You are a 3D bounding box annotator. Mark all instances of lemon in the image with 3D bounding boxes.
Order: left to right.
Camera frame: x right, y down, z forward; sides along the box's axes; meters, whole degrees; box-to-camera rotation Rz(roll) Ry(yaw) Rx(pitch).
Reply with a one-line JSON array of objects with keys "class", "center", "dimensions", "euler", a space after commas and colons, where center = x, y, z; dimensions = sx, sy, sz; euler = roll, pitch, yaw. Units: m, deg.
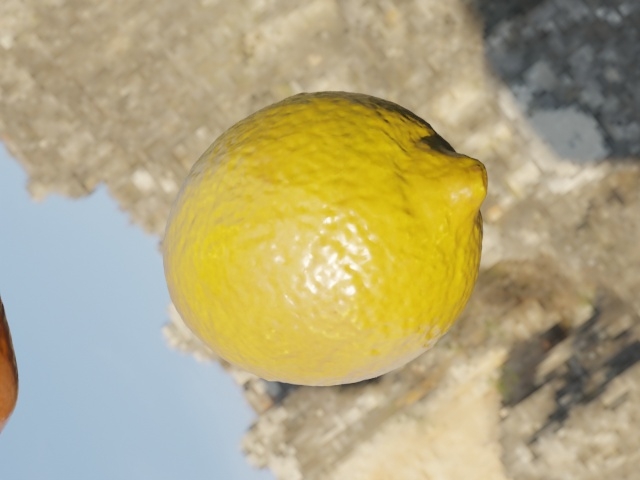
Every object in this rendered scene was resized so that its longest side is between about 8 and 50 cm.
[{"class": "lemon", "center": [0.000, 0.000, 1.014], "dimensions": [0.187, 0.244, 0.186], "euler": [28, -127, -44]}]

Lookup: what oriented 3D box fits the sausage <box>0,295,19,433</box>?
[{"class": "sausage", "center": [-0.227, 0.027, 0.943], "dimensions": [0.076, 0.076, 0.197], "euler": [-105, 6, -69]}]
